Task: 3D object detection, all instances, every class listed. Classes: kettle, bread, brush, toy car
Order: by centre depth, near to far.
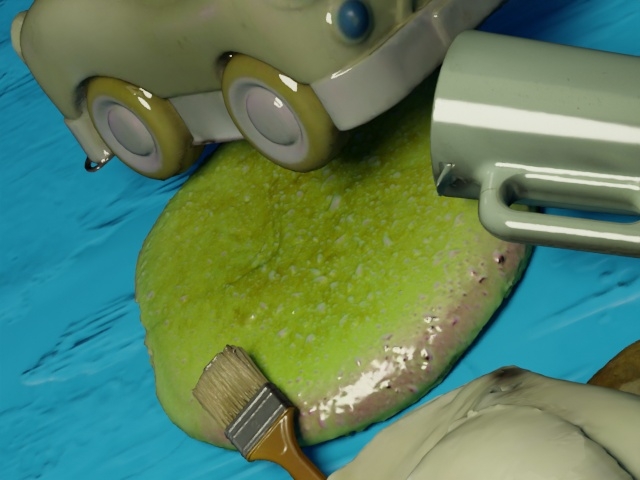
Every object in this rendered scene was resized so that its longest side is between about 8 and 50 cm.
[{"bbox_3d":[0.140,-0.058,0.997,0.148,0.098,0.127,10,20,22],"label":"kettle"},{"bbox_3d":[-0.016,0.125,1.016,0.043,0.014,0.170,-50,55,9],"label":"brush"},{"bbox_3d":[0.005,-0.001,1.126,0.301,0.045,0.301,-19,46,21],"label":"bread"},{"bbox_3d":[-0.048,-0.191,1.144,0.242,0.226,0.336,-45,27,-29],"label":"toy car"}]

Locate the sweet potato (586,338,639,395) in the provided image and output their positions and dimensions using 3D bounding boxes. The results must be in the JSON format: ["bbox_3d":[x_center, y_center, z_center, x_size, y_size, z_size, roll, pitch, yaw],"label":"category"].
[{"bbox_3d":[0.100,0.142,0.901,0.273,0.075,0.075,-39,40,7],"label":"sweet potato"}]

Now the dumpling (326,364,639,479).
[{"bbox_3d":[0.083,0.206,0.722,0.315,0.233,0.395,-39,42,-1],"label":"dumpling"}]
